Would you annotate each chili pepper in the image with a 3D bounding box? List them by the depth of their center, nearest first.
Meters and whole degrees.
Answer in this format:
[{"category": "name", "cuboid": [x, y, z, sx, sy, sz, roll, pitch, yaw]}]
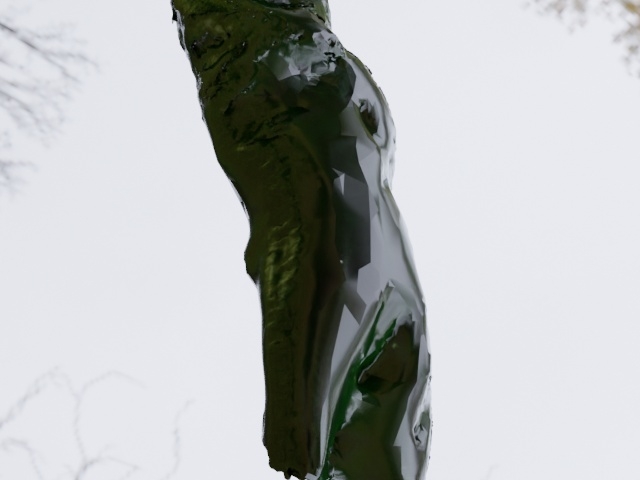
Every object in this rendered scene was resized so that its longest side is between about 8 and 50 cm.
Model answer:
[{"category": "chili pepper", "cuboid": [0.002, -0.001, 0.488, 0.061, 0.098, 0.224, -27, -112, 30]}]
